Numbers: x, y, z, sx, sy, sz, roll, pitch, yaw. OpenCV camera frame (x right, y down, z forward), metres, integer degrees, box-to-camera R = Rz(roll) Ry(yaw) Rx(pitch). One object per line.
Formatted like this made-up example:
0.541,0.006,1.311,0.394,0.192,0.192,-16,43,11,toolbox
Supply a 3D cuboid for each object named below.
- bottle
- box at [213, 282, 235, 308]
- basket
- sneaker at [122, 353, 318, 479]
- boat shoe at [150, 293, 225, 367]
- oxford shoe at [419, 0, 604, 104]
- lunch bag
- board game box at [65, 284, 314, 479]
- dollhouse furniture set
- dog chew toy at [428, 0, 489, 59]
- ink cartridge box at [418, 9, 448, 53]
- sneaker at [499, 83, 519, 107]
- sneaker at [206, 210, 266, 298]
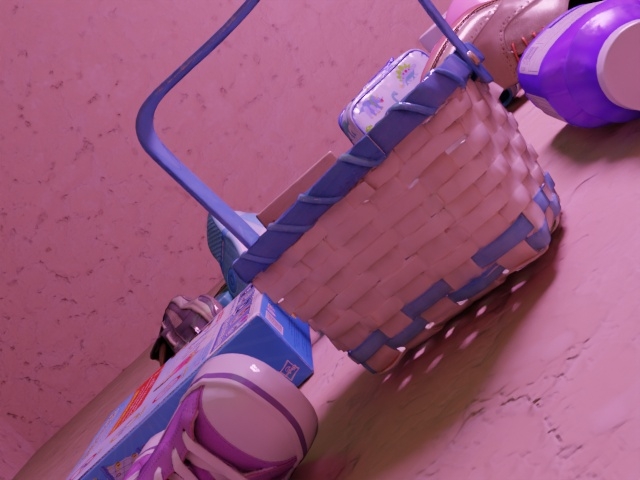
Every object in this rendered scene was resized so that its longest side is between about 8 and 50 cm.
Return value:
0.250,-0.157,0.730,0.118,0.092,0.283,-43,6,12,bottle
-0.191,0.130,1.775,0.100,0.060,0.244,-41,7,15,box
0.020,-0.064,0.636,0.254,0.289,0.201,-39,7,27,basket
-0.104,0.200,0.602,0.161,0.102,0.282,-53,1,-43,sneaker
-0.246,0.179,1.463,0.130,0.132,0.355,-45,5,-21,boat shoe
0.291,-0.292,1.173,0.348,0.123,0.130,-40,31,-12,oxford shoe
0.152,-0.237,1.528,0.219,0.176,0.090,-46,7,-19,lunch bag
-0.148,0.187,0.979,0.302,0.086,0.308,-43,6,3,board game box
0.000,0.000,1.001,0.144,0.151,0.123,-42,6,-6,dollhouse furniture set
0.302,-0.357,1.354,0.332,0.206,0.206,-52,7,-5,dog chew toy
0.340,-0.412,1.551,0.233,0.168,0.171,-45,7,-10,ink cartridge box
0.244,-0.202,1.277,0.144,0.053,0.059,-42,8,20,sneaker
-0.107,0.021,1.729,0.319,0.208,0.127,-125,38,-53,sneaker
